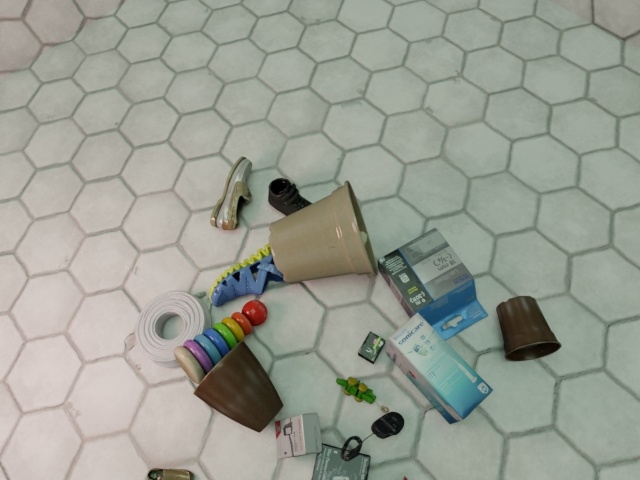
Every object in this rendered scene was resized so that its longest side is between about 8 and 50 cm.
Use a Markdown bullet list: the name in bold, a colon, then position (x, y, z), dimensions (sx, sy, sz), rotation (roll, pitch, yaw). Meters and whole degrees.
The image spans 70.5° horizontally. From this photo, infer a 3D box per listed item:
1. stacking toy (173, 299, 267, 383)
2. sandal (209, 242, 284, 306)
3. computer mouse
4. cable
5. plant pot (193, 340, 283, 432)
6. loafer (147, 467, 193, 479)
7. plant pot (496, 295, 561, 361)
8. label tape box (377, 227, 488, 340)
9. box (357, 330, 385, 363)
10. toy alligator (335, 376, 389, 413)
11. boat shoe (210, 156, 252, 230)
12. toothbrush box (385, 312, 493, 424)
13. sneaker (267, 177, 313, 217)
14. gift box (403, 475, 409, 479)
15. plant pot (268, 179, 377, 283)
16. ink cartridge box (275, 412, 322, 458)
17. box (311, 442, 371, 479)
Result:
- **stacking toy**: position (-0.307, 0.312, 1.490), dimensions (0.141, 0.141, 0.330), rotation (41, 59, 21)
- **sandal**: position (-0.243, 0.138, 1.596), dimensions (0.317, 0.126, 0.138), rotation (-35, 71, -9)
- **computer mouse**: position (0.156, 0.585, 1.344), dimensions (0.242, 0.041, 0.071), rotation (-18, 35, -30)
- **cable**: position (-0.504, 0.301, 1.559), dimensions (0.256, 0.089, 0.257), rotation (-11, 65, 0)
- **plant pot**: position (-0.234, 0.472, 1.406), dimensions (0.230, 0.215, 0.215), rotation (42, 75, 7)
- **loafer**: position (-0.462, 0.725, 1.380), dimensions (0.147, 0.050, 0.056), rotation (-1, 65, 6)
- **plant pot**: position (0.640, 0.273, 1.427), dimensions (0.166, 0.167, 0.165), rotation (-8, 58, 2)
- **label tape box**: position (0.381, 0.155, 1.531), dimensions (0.240, 0.106, 0.334), rotation (-28, 65, -7)
- **box**: position (0.168, 0.353, 1.489), dimensions (0.062, 0.052, 0.083), rotation (28, 72, 16)
- **toy alligator**: position (0.139, 0.480, 1.436), dimensions (0.189, 0.056, 0.051), rotation (26, 30, 16)
- **boat shoe**: position (-0.318, -0.178, 1.759), dimensions (0.103, 0.113, 0.303), rotation (17, 79, 12)
- **toothbrush box**: position (0.342, 0.389, 1.365), dimensions (0.126, 0.216, 0.295), rotation (-37, 68, -12)
- **sneaker**: position (-0.080, -0.131, 1.687), dimensions (0.295, 0.147, 0.105), rotation (27, 69, 15)
- **gift box**: position (0.217, 0.796, 1.157), dimensions (0.255, 0.258, 0.276), rotation (-38, 87, -13)
- **plant pot**: position (0.000, 0.000, 1.547), dimensions (0.305, 0.334, 0.334), rotation (-17, 64, 10)
- **ink cartridge box**: position (-0.068, 0.583, 1.352), dimensions (0.063, 0.150, 0.109), rotation (13, 57, -35)
- **box**: position (0.056, 0.691, 1.321), dimensions (0.158, 0.093, 0.156), rotation (10, 67, 9)
